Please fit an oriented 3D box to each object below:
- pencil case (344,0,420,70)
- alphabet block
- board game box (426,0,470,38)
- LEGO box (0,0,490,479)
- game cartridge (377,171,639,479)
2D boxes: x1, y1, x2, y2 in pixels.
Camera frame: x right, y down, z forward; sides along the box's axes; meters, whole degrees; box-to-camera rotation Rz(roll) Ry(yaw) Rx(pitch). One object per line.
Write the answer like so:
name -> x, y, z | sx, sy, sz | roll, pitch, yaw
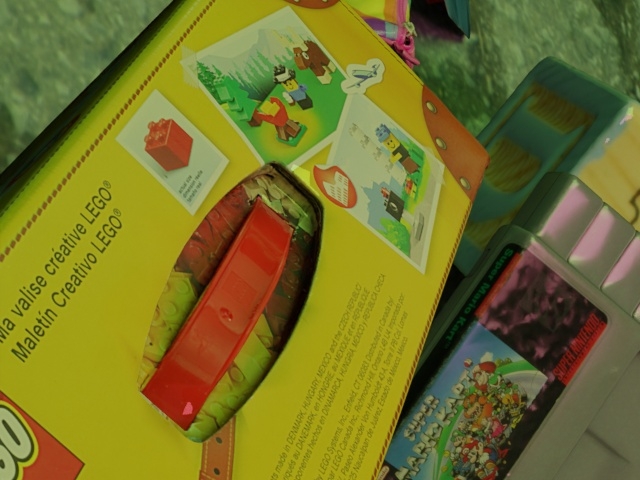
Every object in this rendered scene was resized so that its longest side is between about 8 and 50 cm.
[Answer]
pencil case -> 0.042, -0.239, 1.350 | 0.104, 0.104, 0.236 | 22, 55, -33
alphabet block -> 0.229, -0.010, 1.291 | 0.197, 0.193, 0.192 | 38, 7, -21
board game box -> 0.107, -0.261, 1.442 | 0.169, 0.033, 0.133 | 14, 67, -73
LEGO box -> -0.151, 0.115, 0.718 | 0.193, 0.372, 0.500 | 44, 33, -12
game cartridge -> 0.155, 0.151, 1.153 | 0.230, 0.068, 0.355 | 38, 82, -26
